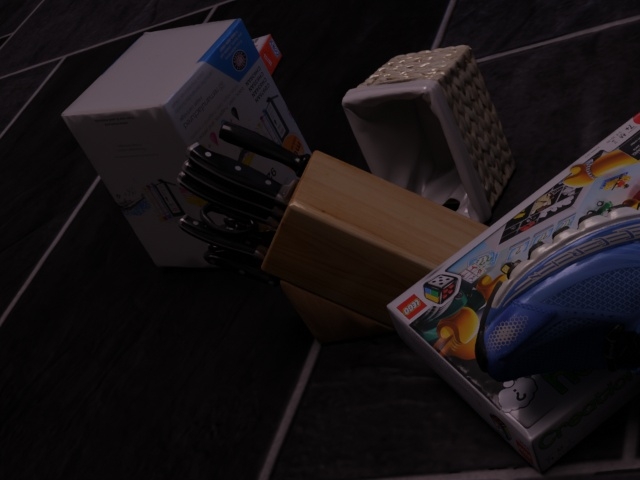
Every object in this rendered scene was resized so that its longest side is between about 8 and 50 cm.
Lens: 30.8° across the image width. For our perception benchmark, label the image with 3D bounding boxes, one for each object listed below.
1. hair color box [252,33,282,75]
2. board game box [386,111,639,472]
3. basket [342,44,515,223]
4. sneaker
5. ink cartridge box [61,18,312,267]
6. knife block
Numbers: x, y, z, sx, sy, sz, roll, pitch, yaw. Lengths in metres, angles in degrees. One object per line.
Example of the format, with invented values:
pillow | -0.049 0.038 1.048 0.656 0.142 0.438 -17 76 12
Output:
hair color box | -0.114 -0.243 1.713 0.072 0.043 0.141 -11 37 30
board game box | 0.231 0.029 0.960 0.305 0.053 0.193 -37 45 -10
basket | 0.116 -0.106 1.194 0.113 0.167 0.103 -2 34 39
sneaker | 0.272 0.055 0.806 0.330 0.130 0.147 -12 59 3
ink cartridge box | -0.141 -0.107 1.348 0.168 0.233 0.171 0 42 38
knife block | 0.013 -0.023 1.079 0.275 0.242 0.088 -11 36 30
